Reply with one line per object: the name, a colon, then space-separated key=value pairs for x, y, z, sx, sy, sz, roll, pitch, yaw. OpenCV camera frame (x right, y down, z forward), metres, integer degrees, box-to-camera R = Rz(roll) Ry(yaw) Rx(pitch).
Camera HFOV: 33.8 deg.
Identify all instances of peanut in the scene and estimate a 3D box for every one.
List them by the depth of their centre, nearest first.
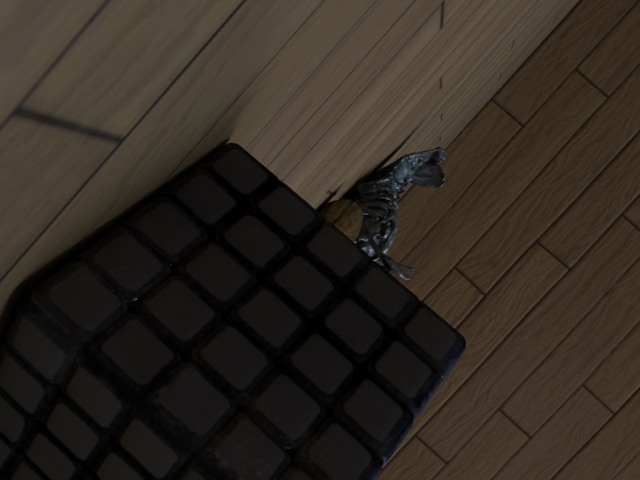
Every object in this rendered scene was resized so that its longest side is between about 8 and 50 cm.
peanut: x=0.000 y=0.000 z=1.627 sx=0.174 sy=0.080 sz=0.080 roll=-41 pitch=173 yaw=-31

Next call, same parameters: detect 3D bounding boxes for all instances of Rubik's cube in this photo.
Rubik's cube: x=-0.081 y=0.116 z=0.746 sx=0.237 sy=0.238 sz=0.237 roll=-42 pitch=171 yaw=-45

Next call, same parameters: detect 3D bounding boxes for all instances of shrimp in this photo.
shrimp: x=0.106 y=-0.040 z=1.876 sx=0.410 sy=0.166 sz=0.221 roll=-63 pitch=156 yaw=-49
